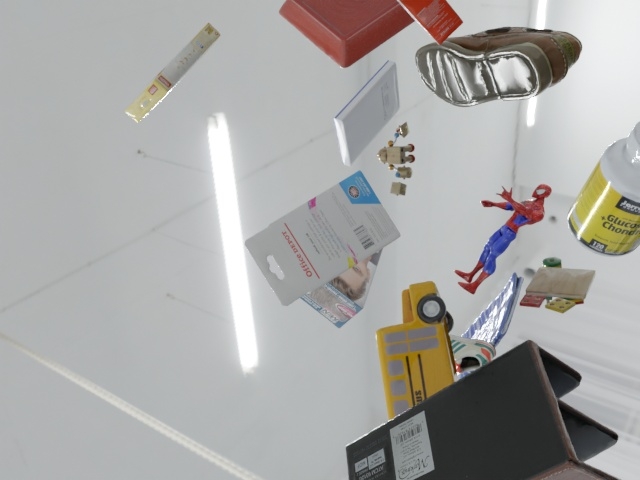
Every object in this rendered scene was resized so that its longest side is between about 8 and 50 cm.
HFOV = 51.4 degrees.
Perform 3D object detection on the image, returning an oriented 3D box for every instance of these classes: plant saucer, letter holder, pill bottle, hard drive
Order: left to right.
[{"bbox_3d":[0.074,-0.521,1.444,0.259,0.258,0.047,-36,-31,-10],"label":"plant saucer"},{"bbox_3d":[0.163,-0.428,2.242,0.318,0.040,0.210,-50,-31,-25],"label":"hard drive"},{"bbox_3d":[0.215,0.291,0.819,0.215,0.302,0.151,31,-145,-30],"label":"letter holder"},{"bbox_3d":[0.397,-0.067,0.850,0.103,0.103,0.184,-52,-18,-30],"label":"pill bottle"}]

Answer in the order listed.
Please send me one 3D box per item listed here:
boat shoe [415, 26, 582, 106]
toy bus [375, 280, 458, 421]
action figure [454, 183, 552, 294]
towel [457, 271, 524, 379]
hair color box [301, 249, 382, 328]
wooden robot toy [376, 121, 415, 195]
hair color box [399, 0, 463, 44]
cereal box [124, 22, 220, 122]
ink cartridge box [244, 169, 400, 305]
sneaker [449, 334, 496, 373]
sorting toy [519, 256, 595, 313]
[{"bbox_3d":[0.275,-0.280,1.058,0.105,0.307,0.110,-33,-60,-17],"label":"boat shoe"},{"bbox_3d":[0.177,0.244,1.127,0.108,0.130,0.332,48,-149,-62],"label":"toy bus"},{"bbox_3d":[0.367,-0.029,1.420,0.280,0.139,0.091,-50,16,21],"label":"action figure"},{"bbox_3d":[0.366,0.248,1.598,0.243,0.040,0.336,-53,-7,-50],"label":"towel"},{"bbox_3d":[0.055,0.045,1.727,0.105,0.174,0.347,-44,13,36],"label":"hair color box"},{"bbox_3d":[0.174,-0.194,1.578,0.076,0.079,0.173,-13,-75,-48],"label":"wooden robot toy"},{"bbox_3d":[0.132,-0.370,0.973,0.053,0.093,0.167,-43,-41,19],"label":"hair color box"},{"bbox_3d":[-0.346,-0.393,1.558,0.047,0.173,0.240,44,-129,-18],"label":"cereal box"},{"bbox_3d":[0.000,0.000,0.881,0.181,0.104,0.061,-31,-1,-10],"label":"ink cartridge box"},{"bbox_3d":[0.288,0.246,1.419,0.075,0.162,0.057,-42,-55,-48],"label":"sneaker"},{"bbox_3d":[0.563,0.117,1.558,0.274,0.133,0.046,-37,-58,-51],"label":"sorting toy"}]
